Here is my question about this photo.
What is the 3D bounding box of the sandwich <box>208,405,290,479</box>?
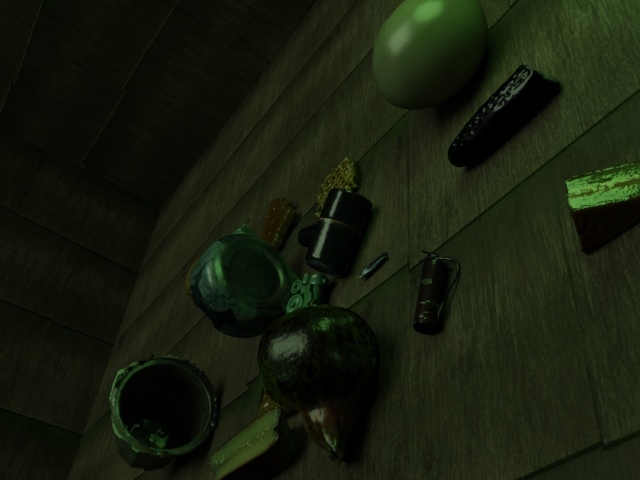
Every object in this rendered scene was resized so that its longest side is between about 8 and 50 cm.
[{"bbox_3d":[-0.128,0.433,1.425,0.258,0.096,0.094,-42,35,38],"label":"sandwich"}]

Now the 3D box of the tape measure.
[{"bbox_3d":[-0.189,0.110,1.732,0.147,0.256,0.275,-44,1,42],"label":"tape measure"}]

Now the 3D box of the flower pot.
[{"bbox_3d":[-0.441,0.483,1.876,0.259,0.290,0.290,123,162,-48],"label":"flower pot"}]

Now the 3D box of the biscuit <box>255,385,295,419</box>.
[{"bbox_3d":[-0.080,0.319,1.531,0.183,0.039,0.174,-38,29,45],"label":"biscuit"}]

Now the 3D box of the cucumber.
[{"bbox_3d":[0.311,-0.216,1.238,0.241,0.074,0.074,-47,26,36],"label":"cucumber"}]

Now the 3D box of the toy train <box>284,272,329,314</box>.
[{"bbox_3d":[-0.029,0.152,1.572,0.105,0.071,0.178,-26,42,45],"label":"toy train"}]

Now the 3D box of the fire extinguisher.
[{"bbox_3d":[0.198,0.081,1.186,0.078,0.045,0.157,-7,52,31],"label":"fire extinguisher"}]

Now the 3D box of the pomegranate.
[{"bbox_3d":[0.014,0.246,1.251,0.204,0.276,0.222,-28,-11,-40],"label":"pomegranate"}]

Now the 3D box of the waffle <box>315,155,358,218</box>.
[{"bbox_3d":[0.042,-0.129,1.787,0.191,0.038,0.191,-48,25,31],"label":"waffle"}]

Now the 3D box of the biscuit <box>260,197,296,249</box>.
[{"bbox_3d":[-0.132,-0.046,2.079,0.212,0.041,0.238,-57,21,29],"label":"biscuit"}]

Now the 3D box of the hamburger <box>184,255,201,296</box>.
[{"bbox_3d":[-0.382,0.127,2.331,0.162,0.115,0.162,-46,29,35],"label":"hamburger"}]

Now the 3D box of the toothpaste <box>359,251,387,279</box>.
[{"bbox_3d":[0.110,0.053,1.444,0.083,0.019,0.027,-46,9,27],"label":"toothpaste"}]

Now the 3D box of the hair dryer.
[{"bbox_3d":[0.000,0.000,1.680,0.189,0.107,0.352,-69,15,-13],"label":"hair dryer"}]

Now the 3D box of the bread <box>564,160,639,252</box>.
[{"bbox_3d":[0.402,-0.048,0.914,0.139,0.084,0.074,-15,42,20],"label":"bread"}]

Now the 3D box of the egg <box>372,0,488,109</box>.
[{"bbox_3d":[0.226,-0.400,1.451,0.269,0.219,0.219,-42,23,3],"label":"egg"}]
